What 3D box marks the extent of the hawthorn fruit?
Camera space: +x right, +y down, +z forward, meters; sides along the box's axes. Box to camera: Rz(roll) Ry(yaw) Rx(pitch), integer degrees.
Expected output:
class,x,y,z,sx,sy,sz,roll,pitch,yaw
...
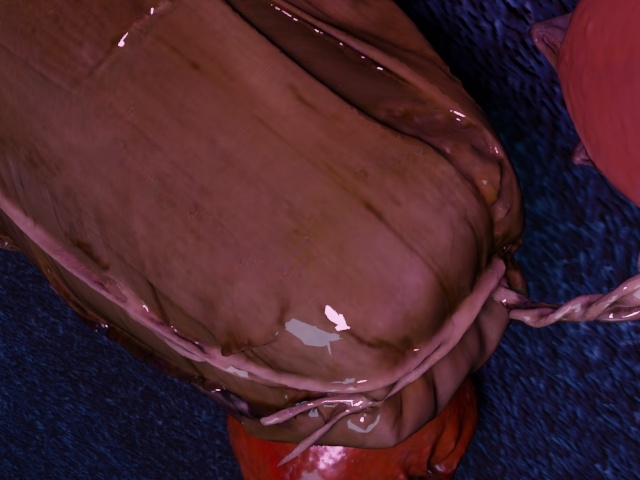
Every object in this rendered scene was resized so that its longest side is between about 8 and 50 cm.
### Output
class,x,y,z,sx,sy,sz,roll,pitch,yaw
hawthorn fruit,0.013,0.122,1.058,0.200,0.179,0.179,44,160,39

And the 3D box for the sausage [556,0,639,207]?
class,x,y,z,sx,sy,sz,roll,pitch,yaw
sausage,0.201,-0.057,0.497,0.254,0.148,0.148,-4,130,46

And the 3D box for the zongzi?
class,x,y,z,sx,sy,sz,roll,pitch,yaw
zongzi,-0.097,-0.124,0.684,0.500,0.218,0.467,29,156,51

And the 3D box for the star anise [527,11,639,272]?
class,x,y,z,sx,sy,sz,roll,pitch,yaw
star anise,0.200,-0.045,0.666,0.209,0.089,0.231,19,141,50
